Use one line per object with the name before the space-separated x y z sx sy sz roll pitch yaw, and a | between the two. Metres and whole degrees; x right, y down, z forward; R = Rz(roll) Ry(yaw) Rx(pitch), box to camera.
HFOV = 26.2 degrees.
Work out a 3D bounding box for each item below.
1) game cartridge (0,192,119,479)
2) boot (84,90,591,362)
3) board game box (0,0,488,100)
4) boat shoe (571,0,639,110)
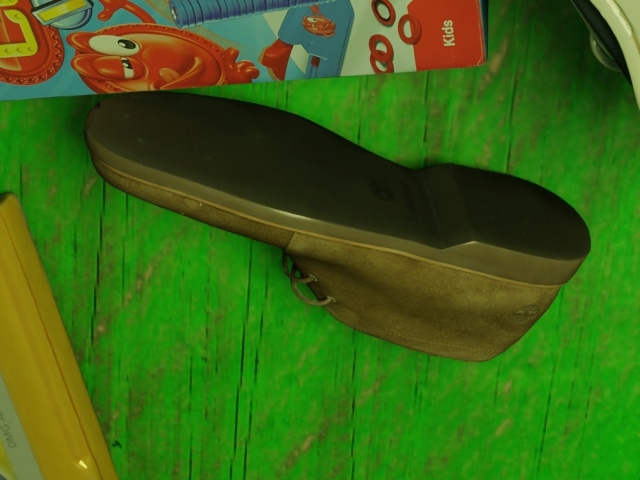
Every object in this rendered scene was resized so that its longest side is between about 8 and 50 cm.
game cartridge | -0.296 0.143 0.973 0.285 0.052 0.323 -11 109 14
boot | 0.000 0.000 0.818 0.305 0.112 0.115 17 127 -13
board game box | -0.077 -0.220 0.701 0.302 0.086 0.308 -3 136 11
boat shoe | 0.158 -0.115 0.631 0.254 0.079 0.095 44 116 -7
